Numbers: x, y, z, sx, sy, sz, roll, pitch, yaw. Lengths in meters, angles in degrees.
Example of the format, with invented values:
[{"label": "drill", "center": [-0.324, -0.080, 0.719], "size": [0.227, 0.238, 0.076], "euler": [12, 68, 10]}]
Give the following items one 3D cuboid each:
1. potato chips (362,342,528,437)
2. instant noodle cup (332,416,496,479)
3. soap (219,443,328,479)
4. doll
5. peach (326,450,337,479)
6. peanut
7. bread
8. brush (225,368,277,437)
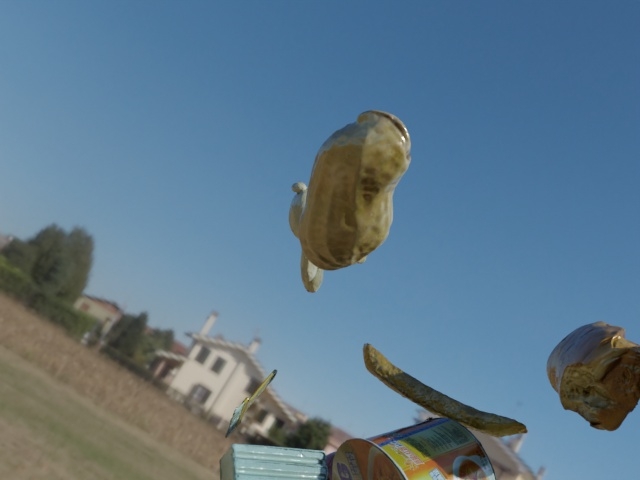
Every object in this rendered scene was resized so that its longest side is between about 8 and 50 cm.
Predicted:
[{"label": "potato chips", "center": [0.255, 0.343, 1.947], "size": [0.407, 0.080, 0.057], "euler": [26, -27, 18]}, {"label": "instant noodle cup", "center": [0.191, 0.487, 1.745], "size": [0.296, 0.214, 0.296], "euler": [29, -52, 47]}, {"label": "soap", "center": [-0.082, 0.440, 1.630], "size": [0.199, 0.114, 0.063], "euler": [13, -38, -28]}, {"label": "doll", "center": [0.001, -0.003, 2.100], "size": [0.278, 0.149, 0.175], "euler": [91, -20, -49]}, {"label": "peach", "center": [0.062, 0.571, 2.061], "size": [0.197, 0.197, 0.197], "euler": [30, -13, 8]}, {"label": "peanut", "center": [0.054, -0.087, 1.594], "size": [0.159, 0.339, 0.174], "euler": [-3, 34, -20]}, {"label": "bread", "center": [0.554, 0.258, 1.793], "size": [0.149, 0.195, 0.344], "euler": [32, 3, 9]}, {"label": "brush", "center": [-0.151, 0.357, 2.013], "size": [0.010, 0.218, 0.082], "euler": [29, -56, 13]}]
